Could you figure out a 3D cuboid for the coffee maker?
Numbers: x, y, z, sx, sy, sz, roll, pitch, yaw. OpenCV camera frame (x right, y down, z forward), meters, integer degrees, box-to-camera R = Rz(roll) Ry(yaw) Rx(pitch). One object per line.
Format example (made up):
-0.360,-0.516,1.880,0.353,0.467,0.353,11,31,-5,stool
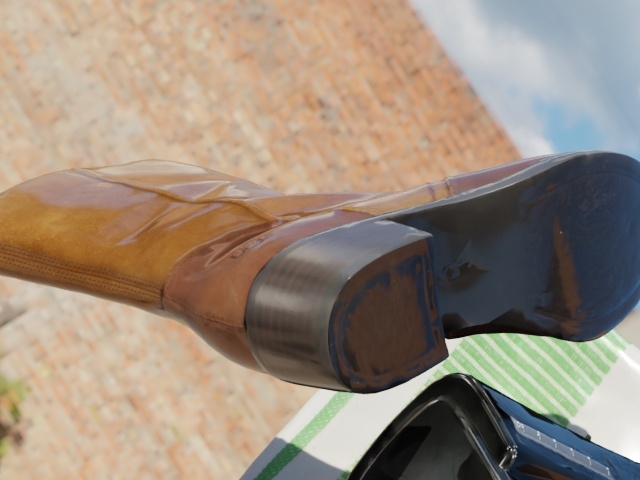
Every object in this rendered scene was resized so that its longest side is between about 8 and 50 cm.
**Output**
0.100,0.144,0.818,0.178,0.120,0.171,28,-1,-33,coffee maker

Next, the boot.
0.000,0.000,0.867,0.280,0.264,0.096,12,-62,47,boot

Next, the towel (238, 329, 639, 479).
0.134,0.166,0.940,0.325,0.248,0.038,36,-18,19,towel
